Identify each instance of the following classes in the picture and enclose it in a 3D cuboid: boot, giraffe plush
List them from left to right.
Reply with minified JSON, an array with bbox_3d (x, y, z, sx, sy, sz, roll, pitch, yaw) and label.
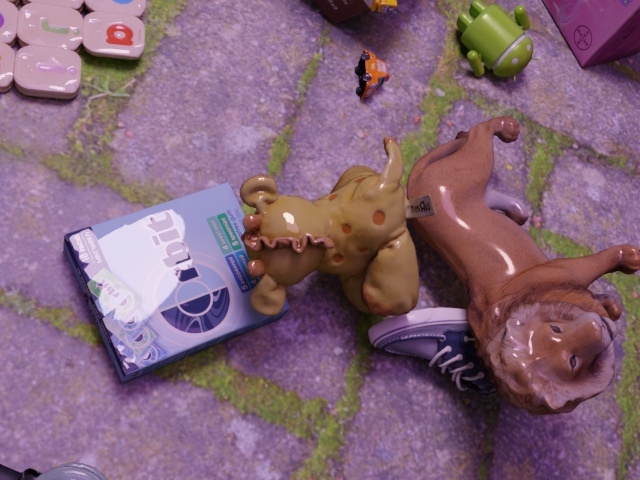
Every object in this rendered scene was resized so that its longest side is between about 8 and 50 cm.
[{"bbox_3d":[0.000,0.000,0.863,0.170,0.210,0.181,-10,73,-16],"label":"giraffe plush"},{"bbox_3d":[0.148,0.124,0.930,0.190,0.069,0.086,-2,62,-21],"label":"boot"}]

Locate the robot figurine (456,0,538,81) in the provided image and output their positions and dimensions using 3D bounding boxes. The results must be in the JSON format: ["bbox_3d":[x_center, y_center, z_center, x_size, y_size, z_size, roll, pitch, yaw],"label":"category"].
[{"bbox_3d":[0.234,-0.266,1.137,0.101,0.067,0.115,-44,86,-2],"label":"robot figurine"}]

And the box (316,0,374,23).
[{"bbox_3d":[0.092,-0.482,1.112,0.191,0.143,0.381,49,55,-25],"label":"box"}]

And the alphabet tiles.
[{"bbox_3d":[-0.341,-0.290,0.974,0.278,0.021,0.284,2,66,-15],"label":"alphabet tiles"}]

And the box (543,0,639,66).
[{"bbox_3d":[0.403,-0.406,1.174,0.117,0.213,0.243,-17,74,-25],"label":"box"}]

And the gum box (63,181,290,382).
[{"bbox_3d":[-0.148,0.039,0.883,0.184,0.041,0.157,-21,75,-27],"label":"gum box"}]

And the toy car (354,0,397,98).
[{"bbox_3d":[0.074,-0.232,1.043,0.040,0.122,0.060,4,48,-13],"label":"toy car"}]

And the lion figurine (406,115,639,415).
[{"bbox_3d":[0.192,0.012,0.929,0.240,0.142,0.392,-15,47,-30],"label":"lion figurine"}]

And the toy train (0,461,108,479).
[{"bbox_3d":[-0.159,0.315,0.710,0.334,0.142,0.190,28,73,-8],"label":"toy train"}]
